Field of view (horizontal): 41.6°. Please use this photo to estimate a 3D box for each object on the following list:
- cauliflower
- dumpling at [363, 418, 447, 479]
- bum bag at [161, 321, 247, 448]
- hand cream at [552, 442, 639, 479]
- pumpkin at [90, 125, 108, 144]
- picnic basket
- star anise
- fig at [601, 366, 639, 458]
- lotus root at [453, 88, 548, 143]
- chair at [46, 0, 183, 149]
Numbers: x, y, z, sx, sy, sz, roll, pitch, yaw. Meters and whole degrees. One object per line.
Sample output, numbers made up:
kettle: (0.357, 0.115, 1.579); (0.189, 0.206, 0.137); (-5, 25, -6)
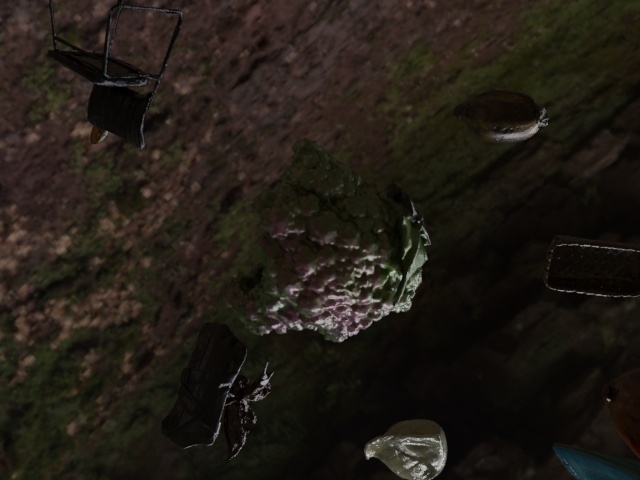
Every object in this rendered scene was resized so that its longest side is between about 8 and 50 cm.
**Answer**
cauliflower: (0.000, 0.000, 1.046); (0.315, 0.256, 0.239); (34, -71, 59)
dumpling: (0.183, 0.450, 1.824); (0.252, 0.179, 0.132); (88, 7, -72)
bum bag: (-0.173, 0.224, 1.292); (0.049, 0.087, 0.198); (37, 72, -74)
hand cream: (0.424, 0.329, 1.183); (0.048, 0.083, 0.224); (-47, -161, -22)
pumpkin: (-0.484, -0.250, 1.869); (0.050, 0.028, 0.083); (33, -79, 40)
picnic basket: (0.519, 0.046, 1.587); (0.193, 0.110, 0.055); (6, -155, 5)
star anise: (-0.117, 0.270, 1.426); (0.144, 0.141, 0.158); (-6, -144, 42)
fig: (0.705, 0.353, 1.692); (0.224, 0.224, 0.263); (-41, -146, 3)
lotus root: (0.398, -0.272, 1.873); (0.209, 0.120, 0.120); (7, -138, 21)
chair: (-0.314, -0.250, 1.226); (0.145, 0.140, 0.221); (-15, 128, -55)
